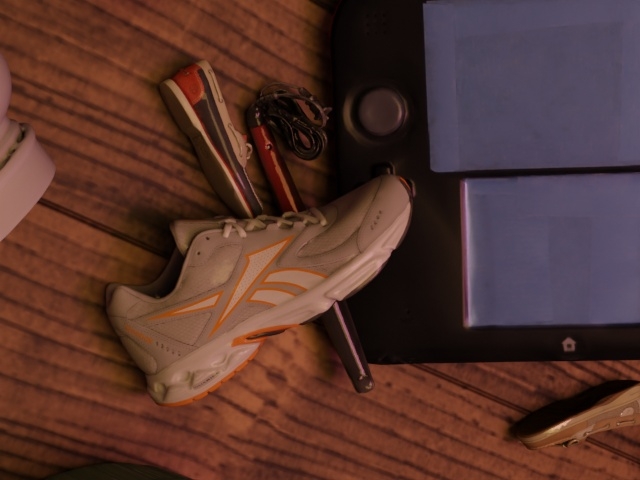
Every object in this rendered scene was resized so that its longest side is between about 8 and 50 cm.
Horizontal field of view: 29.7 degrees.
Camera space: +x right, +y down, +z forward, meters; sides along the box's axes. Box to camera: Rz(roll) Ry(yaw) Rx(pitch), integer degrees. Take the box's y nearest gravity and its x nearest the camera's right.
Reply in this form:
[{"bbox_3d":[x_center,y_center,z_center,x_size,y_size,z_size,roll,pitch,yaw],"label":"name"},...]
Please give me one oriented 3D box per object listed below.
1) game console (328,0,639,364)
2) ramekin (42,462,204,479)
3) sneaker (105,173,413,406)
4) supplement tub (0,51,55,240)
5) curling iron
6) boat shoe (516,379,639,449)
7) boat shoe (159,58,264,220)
[{"bbox_3d":[0.204,-0.065,1.007,0.386,0.060,0.342,-1,95,8],"label":"game console"},{"bbox_3d":[-0.146,0.314,0.907,0.303,0.148,0.304,-3,95,-29],"label":"ramekin"},{"bbox_3d":[-0.051,0.014,0.938,0.262,0.099,0.121,-36,102,-2],"label":"sneaker"},{"bbox_3d":[-0.338,-0.110,0.720,0.235,0.235,0.325,-44,112,-19],"label":"supplement tub"},{"bbox_3d":[0.000,0.000,1.008,0.068,0.035,0.274,-12,98,18],"label":"curling iron"},{"bbox_3d":[0.257,0.178,1.170,0.153,0.056,0.048,-17,97,-34],"label":"boat shoe"},{"bbox_3d":[-0.079,-0.078,0.972,0.043,0.049,0.137,-35,105,-24],"label":"boat shoe"}]
